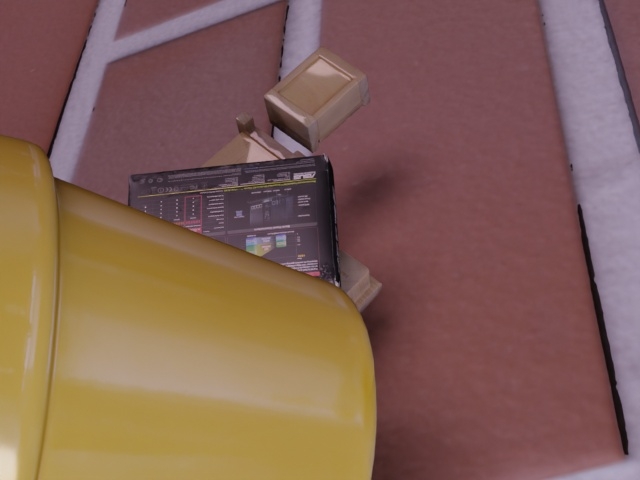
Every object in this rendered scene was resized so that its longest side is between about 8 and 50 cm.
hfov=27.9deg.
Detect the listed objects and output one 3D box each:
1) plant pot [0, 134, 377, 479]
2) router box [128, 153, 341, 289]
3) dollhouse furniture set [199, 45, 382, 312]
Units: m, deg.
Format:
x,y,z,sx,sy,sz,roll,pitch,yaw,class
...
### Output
x,y,z,sx,sy,sz,roll,pitch,yaw,class
-0.113,0.082,0.606,0.239,0.254,0.254,8,30,-20,plant pot
-0.050,0.003,0.742,0.122,0.038,0.092,-6,56,4,router box
0.000,0.000,0.823,0.161,0.101,0.182,38,69,26,dollhouse furniture set
